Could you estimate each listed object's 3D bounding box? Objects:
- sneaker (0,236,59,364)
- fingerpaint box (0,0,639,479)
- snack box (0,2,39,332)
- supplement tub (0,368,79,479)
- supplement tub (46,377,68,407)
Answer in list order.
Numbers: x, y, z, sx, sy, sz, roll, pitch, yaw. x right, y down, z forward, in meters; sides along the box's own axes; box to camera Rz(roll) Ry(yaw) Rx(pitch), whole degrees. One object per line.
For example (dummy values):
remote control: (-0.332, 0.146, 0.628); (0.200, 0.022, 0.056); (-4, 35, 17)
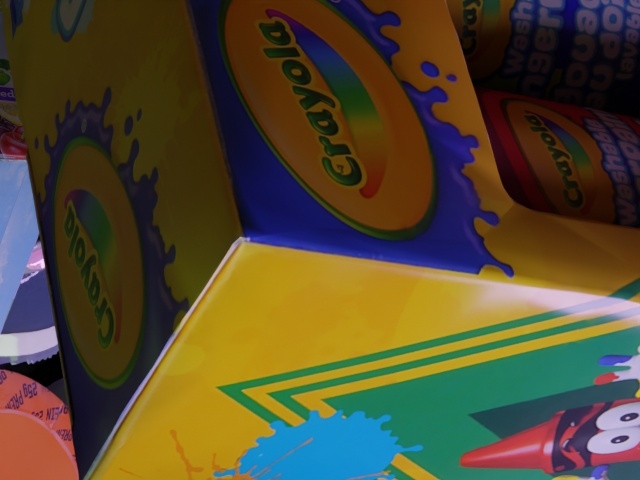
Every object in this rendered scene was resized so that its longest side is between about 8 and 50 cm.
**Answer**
sneaker: (-0.293, -0.003, 1.203); (0.319, 0.112, 0.131); (1, 126, -29)
fingerpaint box: (0.053, -0.098, 0.902); (0.371, 0.445, 0.163); (9, 136, -27)
snack box: (-0.201, -0.064, 1.054); (0.070, 0.207, 0.174); (4, 138, -23)
supplement tub: (-0.312, 0.209, 1.314); (0.338, 0.207, 0.207); (-25, 144, 36)
supplement tub: (-0.074, 0.239, 1.464); (0.235, 0.235, 0.325); (-36, 139, 25)
